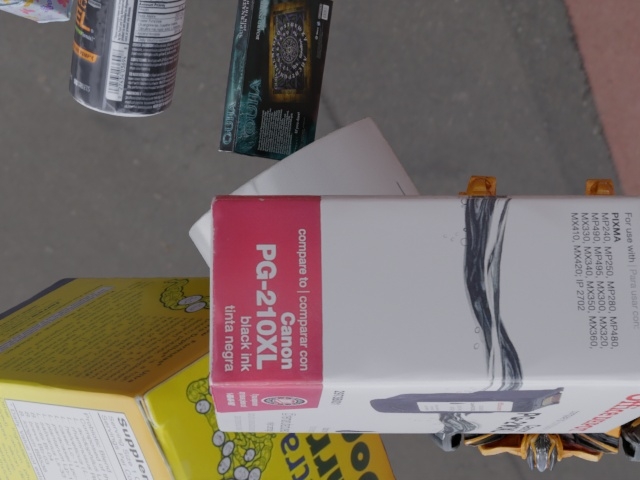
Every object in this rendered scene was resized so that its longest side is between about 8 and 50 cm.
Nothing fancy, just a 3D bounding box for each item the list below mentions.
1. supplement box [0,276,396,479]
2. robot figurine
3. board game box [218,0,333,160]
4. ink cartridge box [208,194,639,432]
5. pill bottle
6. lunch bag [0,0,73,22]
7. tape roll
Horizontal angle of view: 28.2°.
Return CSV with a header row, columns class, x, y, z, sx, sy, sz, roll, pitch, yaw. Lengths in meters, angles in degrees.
class,x,y,z,sx,sy,sz,roll,pitch,yaw
supplement box,-0.148,0.153,1.037,0.356,0.195,0.194,-2,113,46
robot figurine,0.169,0.058,0.987,0.211,0.291,0.085,1,125,7
board game box,-0.047,-0.180,1.378,0.026,0.186,0.126,9,-178,42
ink cartridge box,0.062,0.045,0.684,0.237,0.100,0.172,0,164,-3
pill bottle,-0.228,-0.284,1.536,0.130,0.130,0.246,17,115,12
lunch bag,-0.329,-0.276,1.427,0.083,0.053,0.071,1,172,42
tape roll,0.000,0.000,1.409,0.169,0.246,0.246,59,145,4
